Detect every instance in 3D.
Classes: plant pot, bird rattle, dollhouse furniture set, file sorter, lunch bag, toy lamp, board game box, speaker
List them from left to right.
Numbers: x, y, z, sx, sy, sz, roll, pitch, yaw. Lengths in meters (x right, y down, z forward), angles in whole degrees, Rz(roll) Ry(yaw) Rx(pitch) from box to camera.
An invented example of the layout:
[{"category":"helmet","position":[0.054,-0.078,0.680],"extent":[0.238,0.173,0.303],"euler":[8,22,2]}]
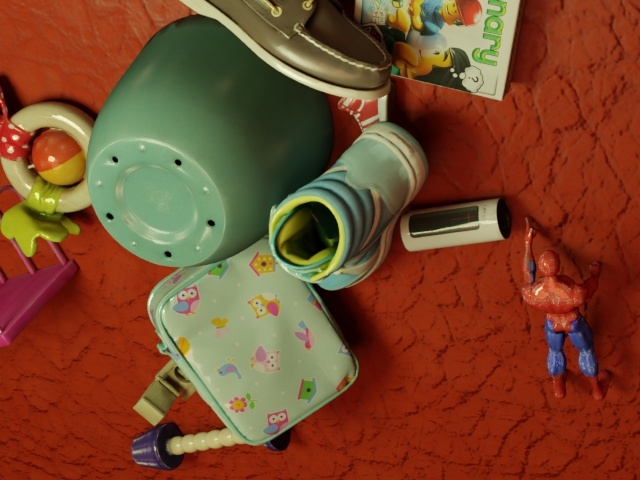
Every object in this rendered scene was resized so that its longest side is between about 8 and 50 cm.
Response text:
[{"category":"file sorter","position":[-0.561,0.055,1.897],"extent":[0.290,0.202,0.182],"euler":[-16,114,31]},{"category":"bird rattle","position":[-0.392,-0.120,1.786],"extent":[0.207,0.143,0.253],"euler":[-18,101,19]},{"category":"plant pot","position":[-0.159,-0.105,1.592],"extent":[0.293,0.235,0.293],"euler":[12,126,17]},{"category":"toy lamp","position":[-0.180,0.313,1.990],"extent":[0.274,0.080,0.080],"euler":[-16,115,28]},{"category":"dollhouse furniture set","position":[-0.147,0.213,1.838],"extent":[0.161,0.182,0.101],"euler":[40,129,-6]},{"category":"lunch bag","position":[-0.100,0.129,1.745],"extent":[0.224,0.108,0.279],"euler":[-34,108,-4]},{"category":"board game box","position":[0.142,-0.321,1.429],"extent":[0.193,0.053,0.305],"euler":[15,127,14]},{"category":"speaker","position":[0.174,-0.020,1.622],"extent":[0.136,0.055,0.055],"euler":[-7,119,28]}]

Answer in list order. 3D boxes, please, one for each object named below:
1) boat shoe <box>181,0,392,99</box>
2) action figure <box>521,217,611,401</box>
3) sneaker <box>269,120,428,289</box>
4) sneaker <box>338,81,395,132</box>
[{"category":"boat shoe","position":[-0.044,-0.276,1.475],"extent":[0.324,0.116,0.097],"euler":[36,125,21]},{"category":"action figure","position":[0.316,0.077,1.617],"extent":[0.091,0.139,0.280],"euler":[-1,144,20]},{"category":"sneaker","position":[0.000,0.000,1.580],"extent":[0.127,0.208,0.319],"euler":[41,146,13]},{"category":"sneaker","position":[0.056,-0.151,1.591],"extent":[0.067,0.042,0.118],"euler":[13,124,15]}]
